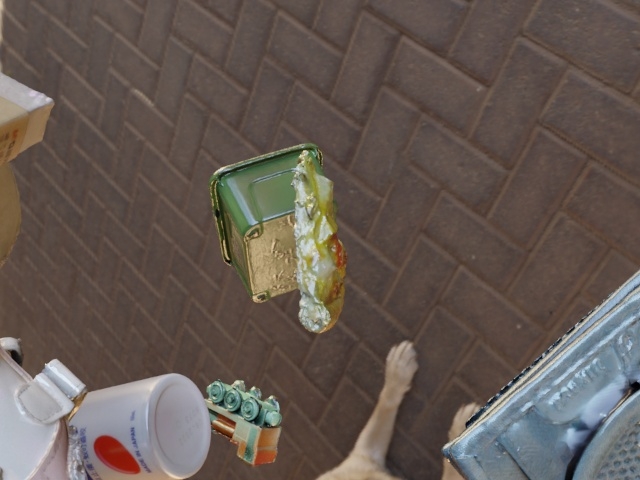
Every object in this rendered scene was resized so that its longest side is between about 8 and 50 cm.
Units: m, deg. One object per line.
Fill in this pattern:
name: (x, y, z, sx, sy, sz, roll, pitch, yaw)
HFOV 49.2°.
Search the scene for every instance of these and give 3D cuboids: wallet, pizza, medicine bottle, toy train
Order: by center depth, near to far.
wallet: (0.326, 0.196, 0.730, 0.237, 0.342, 0.075, 51, 175, -5)
medicine bottle: (-0.318, 0.269, 0.921, 0.340, 0.130, 0.130, -16, 92, 24)
pizza: (0.000, 0.000, 1.130, 0.075, 0.280, 0.288, -4, 111, 7)
toy train: (-0.149, 0.326, 1.277, 0.176, 0.074, 0.118, 13, 88, 38)

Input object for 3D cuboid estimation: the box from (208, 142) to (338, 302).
box: (-0.084, -0.024, 1.503, 0.329, 0.252, 0.178, 90, 155, -55)

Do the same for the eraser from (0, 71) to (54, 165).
eraser: (-0.447, -0.119, 0.775, 0.144, 0.343, 0.078, 27, 117, -3)

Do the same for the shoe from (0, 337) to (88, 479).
shoe: (-0.301, 0.159, 0.586, 0.172, 0.198, 0.351, -43, 58, 40)

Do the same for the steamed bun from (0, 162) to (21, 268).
steamed bun: (-0.563, -0.039, 0.945, 0.177, 0.283, 0.283, -12, 95, 35)
